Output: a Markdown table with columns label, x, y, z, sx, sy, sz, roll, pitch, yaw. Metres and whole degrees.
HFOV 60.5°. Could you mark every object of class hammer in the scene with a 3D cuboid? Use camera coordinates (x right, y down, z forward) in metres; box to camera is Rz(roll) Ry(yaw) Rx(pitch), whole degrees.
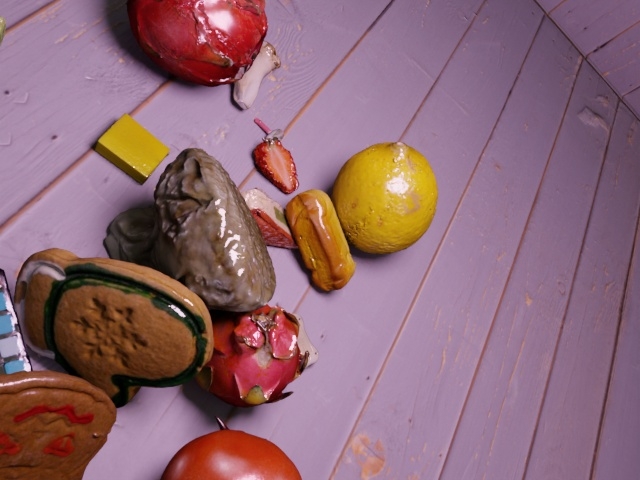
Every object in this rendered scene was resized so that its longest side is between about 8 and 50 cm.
| label | x | y | z | sx | sy | sz | roll | pitch | yaw |
| --- | --- | --- | --- | --- | --- | --- | --- | --- | --- |
| hammer | -0.134 | -0.278 | 1.382 | 0.083 | 0.031 | 0.052 | 43 | 51 | 2 |

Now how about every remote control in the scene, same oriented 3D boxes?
| label | x | y | z | sx | sy | sz | roll | pitch | yaw |
| --- | --- | --- | --- | --- | --- | --- | --- | --- | --- |
| remote control | -0.054 | 0.227 | 1.224 | 0.074 | 0.032 | 0.122 | -21 | 84 | -37 |

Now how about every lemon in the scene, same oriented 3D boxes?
| label | x | y | z | sx | sy | sz | roll | pitch | yaw |
| --- | --- | --- | --- | --- | --- | --- | --- | --- | --- |
| lemon | 0.156 | -0.105 | 1.331 | 0.258 | 0.310 | 0.257 | 8 | 48 | -9 |

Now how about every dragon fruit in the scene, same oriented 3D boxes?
| label | x | y | z | sx | sy | sz | roll | pitch | yaw |
| --- | --- | --- | --- | --- | --- | --- | --- | --- | --- |
| dragon fruit | -0.267 | -0.497 | 1.227 | 0.302 | 0.295 | 0.295 | 30 | 57 | -5 |
| dragon fruit | -0.134 | 0.216 | 1.067 | 0.224 | 0.227 | 0.223 | 16 | 63 | -36 |

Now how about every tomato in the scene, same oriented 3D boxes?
| label | x | y | z | sx | sy | sz | roll | pitch | yaw |
| --- | --- | --- | --- | --- | --- | --- | --- | --- | --- |
| tomato | -0.155 | 0.453 | 0.933 | 0.255 | 0.256 | 0.224 | 51 | 11 | -5 |

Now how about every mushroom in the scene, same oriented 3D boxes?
| label | x | y | z | sx | sy | sz | roll | pitch | yaw |
| --- | --- | --- | --- | --- | --- | --- | --- | --- | --- |
| mushroom | -0.168 | -0.414 | 1.390 | 0.084 | 0.071 | 0.209 | 54 | 48 | -45 |

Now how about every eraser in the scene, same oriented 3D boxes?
| label | x | y | z | sx | sy | sz | roll | pitch | yaw |
| --- | --- | --- | --- | --- | --- | --- | --- | --- | --- |
| eraser | -0.396 | -0.193 | 1.165 | 0.122 | 0.045 | 0.097 | 39 | 54 | -14 |

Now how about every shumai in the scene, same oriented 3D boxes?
| label | x | y | z | sx | sy | sz | roll | pitch | yaw |
| --- | --- | --- | --- | --- | --- | --- | --- | --- | --- |
| shumai | -0.259 | 0.029 | 1.034 | 0.289 | 0.292 | 0.329 | -23 | 59 | 2 |

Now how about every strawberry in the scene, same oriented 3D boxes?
| label | x | y | z | sx | sy | sz | roll | pitch | yaw |
| --- | --- | --- | --- | --- | --- | --- | --- | --- | --- |
| strawberry | -0.109 | -0.183 | 1.348 | 0.104 | 0.048 | 0.152 | -32 | 104 | -44 |

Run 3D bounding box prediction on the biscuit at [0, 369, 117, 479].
| label | x | y | z | sx | sy | sz | roll | pitch | yaw |
| --- | --- | --- | --- | --- | --- | --- | --- | --- | --- |
| biscuit | -0.446 | 0.306 | 0.810 | 0.273 | 0.049 | 0.257 | 25 | 98 | -49 |

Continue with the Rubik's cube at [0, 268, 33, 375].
| label | x | y | z | sx | sy | sz | roll | pitch | yaw |
| --- | --- | --- | --- | --- | --- | --- | --- | --- | --- |
| Rubik's cube | -0.563 | 0.165 | 0.828 | 0.184 | 0.187 | 0.182 | -13 | 78 | -38 |

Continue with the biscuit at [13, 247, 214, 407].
| label | x | y | z | sx | sy | sz | roll | pitch | yaw |
| --- | --- | --- | --- | --- | --- | --- | --- | --- | --- |
| biscuit | -0.356 | 0.165 | 0.932 | 0.344 | 0.287 | 0.057 | 17 | 23 | 1 |

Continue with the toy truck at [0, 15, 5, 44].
| label | x | y | z | sx | sy | sz | roll | pitch | yaw |
| --- | --- | --- | --- | --- | --- | --- | --- | --- | --- |
| toy truck | -0.697 | -0.399 | 1.035 | 0.169 | 0.077 | 0.100 | 11 | 63 | -31 |

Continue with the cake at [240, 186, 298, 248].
| label | x | y | z | sx | sy | sz | roll | pitch | yaw |
| --- | --- | --- | --- | --- | --- | --- | --- | --- | --- |
| cake | -0.110 | -0.050 | 1.248 | 0.221 | 0.117 | 0.086 | 11 | 59 | -28 |

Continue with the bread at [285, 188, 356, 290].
| label | x | y | z | sx | sy | sz | roll | pitch | yaw |
| --- | --- | --- | --- | --- | --- | --- | --- | --- | --- |
| bread | 0.000 | 0.000 | 1.280 | 0.094 | 0.102 | 0.245 | -41 | 113 | -62 |
